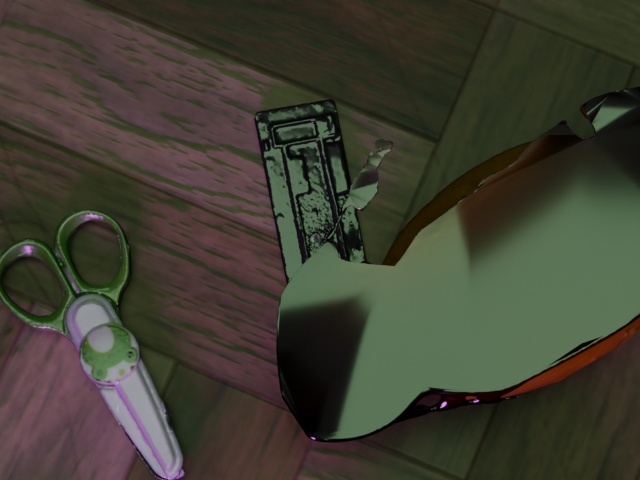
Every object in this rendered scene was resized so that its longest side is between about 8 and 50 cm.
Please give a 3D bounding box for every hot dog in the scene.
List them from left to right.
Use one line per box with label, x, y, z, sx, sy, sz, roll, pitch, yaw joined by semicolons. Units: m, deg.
hot dog;0.118;0.019;1.367;0.326;0.107;0.194;-16;75;-1

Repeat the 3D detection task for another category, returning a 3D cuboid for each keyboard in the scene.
keyboard;0.000;0.000;1.417;0.061;0.013;0.204;-11;78;-3

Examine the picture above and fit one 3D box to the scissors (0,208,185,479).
scissors;-0.151;0.080;1.393;0.101;0.027;0.204;-28;78;-4
